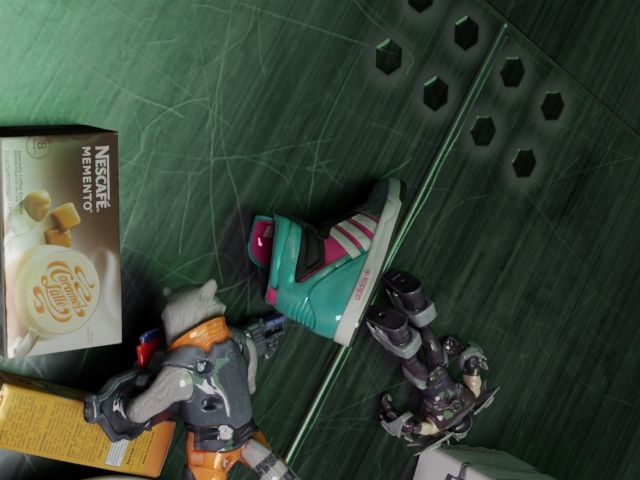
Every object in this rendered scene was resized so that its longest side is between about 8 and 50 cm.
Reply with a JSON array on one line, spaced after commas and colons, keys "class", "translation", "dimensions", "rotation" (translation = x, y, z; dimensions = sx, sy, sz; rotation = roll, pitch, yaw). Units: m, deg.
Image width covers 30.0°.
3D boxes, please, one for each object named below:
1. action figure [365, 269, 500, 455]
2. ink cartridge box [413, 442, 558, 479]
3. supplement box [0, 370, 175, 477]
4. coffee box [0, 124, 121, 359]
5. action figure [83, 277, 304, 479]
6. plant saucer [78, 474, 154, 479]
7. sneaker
[{"class": "action figure", "translation": [0.155, 0.185, 1.706], "dimensions": [0.185, 0.099, 0.285], "rotation": [-43, 124, -27]}, {"class": "ink cartridge box", "translation": [0.269, 0.384, 1.735], "dimensions": [0.172, 0.237, 0.100], "rotation": [13, 95, -35]}, {"class": "supplement box", "translation": [-0.294, 0.218, 1.415], "dimensions": [0.233, 0.078, 0.080], "rotation": [18, 89, -36]}, {"class": "coffee box", "translation": [-0.308, -0.004, 1.346], "dimensions": [0.141, 0.098, 0.246], "rotation": [-6, 103, -33]}, {"class": "action figure", "translation": [-0.091, 0.192, 1.431], "dimensions": [0.341, 0.179, 0.330], "rotation": [-33, 106, -46]}, {"class": "plant saucer", "translation": [-0.295, 0.467, 1.452], "dimensions": [0.401, 0.101, 0.400], "rotation": [-8, 105, -33]}, {"class": "sneaker", "translation": [0.000, 0.000, 1.548], "dimensions": [0.295, 0.179, 0.123], "rotation": [-67, 176, -48]}]
